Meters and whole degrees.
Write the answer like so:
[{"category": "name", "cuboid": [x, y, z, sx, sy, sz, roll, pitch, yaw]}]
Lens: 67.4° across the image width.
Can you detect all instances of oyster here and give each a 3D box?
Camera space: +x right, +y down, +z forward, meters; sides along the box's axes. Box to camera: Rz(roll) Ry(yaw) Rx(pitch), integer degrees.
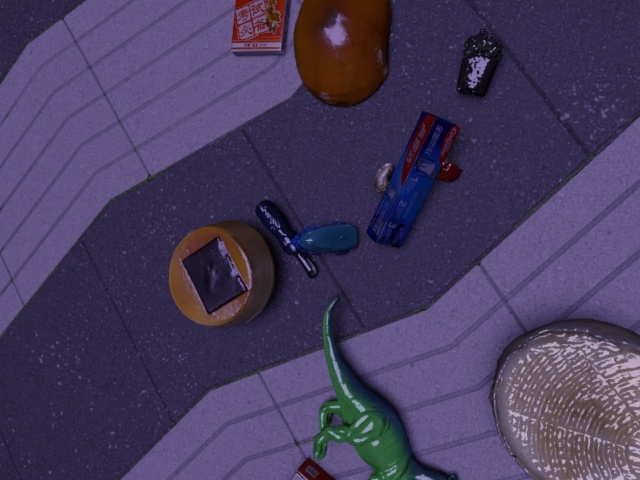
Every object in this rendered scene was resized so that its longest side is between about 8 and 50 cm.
[{"category": "oyster", "cuboid": [0.171, -0.151, 1.205, 0.083, 0.038, 0.080, -50, 37, -5]}]

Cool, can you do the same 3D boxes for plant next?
[{"category": "plant", "cuboid": [0.369, -0.413, 1.118, 0.091, 0.094, 0.144, 20, 100, 29]}]

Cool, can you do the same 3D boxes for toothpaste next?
[{"category": "toothpaste", "cuboid": [0.213, -0.136, 1.132, 0.321, 0.076, 0.066, -67, 28, 19]}]

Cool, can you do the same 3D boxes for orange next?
[{"category": "orange", "cuboid": [0.054, -0.515, 1.232, 0.273, 0.274, 0.311, 12, 124, 19]}]

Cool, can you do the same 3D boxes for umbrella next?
[{"category": "umbrella", "cuboid": [-0.083, -0.007, 1.290, 0.071, 0.071, 0.248, -44, 80, 14]}]

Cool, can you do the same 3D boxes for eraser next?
[{"category": "eraser", "cuboid": [-0.164, -0.636, 1.335, 0.157, 0.038, 0.231, 7, 92, 20]}]

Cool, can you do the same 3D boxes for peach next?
[{"category": "peach", "cuboid": [0.296, -0.172, 1.163, 0.083, 0.077, 0.050, 25, 94, -26]}]

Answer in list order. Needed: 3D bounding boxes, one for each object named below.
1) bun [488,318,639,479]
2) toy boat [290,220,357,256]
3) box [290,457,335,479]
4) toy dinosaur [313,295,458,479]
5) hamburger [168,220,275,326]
[{"category": "bun", "cuboid": [0.541, 0.332, 0.988, 0.363, 0.202, 0.365, 2, 94, 25]}, {"category": "toy boat", "cuboid": [0.000, 0.000, 1.244, 0.174, 0.110, 0.091, -5, 88, -23]}, {"category": "box", "cuboid": [-0.009, 0.681, 1.230, 0.182, 0.099, 0.133, 36, 102, 17]}, {"category": "toy dinosaur", "cuboid": [0.163, 0.406, 1.156, 0.373, 0.144, 0.501, 7, 96, 15]}, {"category": "hamburger", "cuboid": [-0.260, 0.090, 1.286, 0.299, 0.176, 0.301, -1, 88, 20]}]
